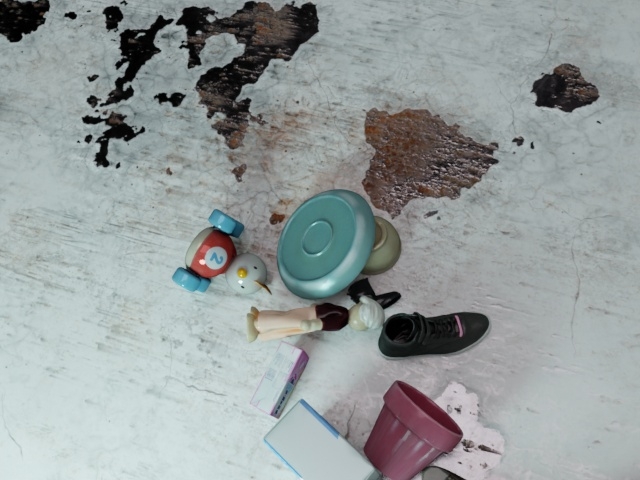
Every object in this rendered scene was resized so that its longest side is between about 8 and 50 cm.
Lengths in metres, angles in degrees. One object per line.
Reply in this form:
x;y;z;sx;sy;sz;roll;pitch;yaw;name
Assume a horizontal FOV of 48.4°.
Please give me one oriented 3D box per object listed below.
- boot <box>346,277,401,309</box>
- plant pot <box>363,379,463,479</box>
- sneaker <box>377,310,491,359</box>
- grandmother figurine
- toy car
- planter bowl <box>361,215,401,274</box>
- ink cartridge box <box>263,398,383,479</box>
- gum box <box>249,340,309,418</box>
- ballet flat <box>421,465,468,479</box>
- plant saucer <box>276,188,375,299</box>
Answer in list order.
0.139;0.141;1.885;0.121;0.045;0.099;-32;65;-2;boot
0.205;0.463;1.685;0.201;0.201;0.180;38;95;20;plant pot
0.283;0.226;1.773;0.296;0.147;0.104;-12;66;4;sneaker
-0.008;0.200;1.814;0.343;0.208;0.104;-4;109;5;grandmother figurine
-0.227;0.072;1.900;0.238;0.210;0.219;31;88;6;toy car
0.132;0.000;1.903;0.162;0.109;0.162;-3;70;9;planter bowl
0.016;0.503;1.629;0.223;0.307;0.129;39;78;20;ink cartridge box
-0.100;0.351;1.812;0.062;0.107;0.188;23;75;17;gum box
0.350;0.607;1.674;0.250;0.058;0.084;26;71;12;ballet flat
0.000;0.000;1.886;0.318;0.044;0.317;-19;56;31;plant saucer
